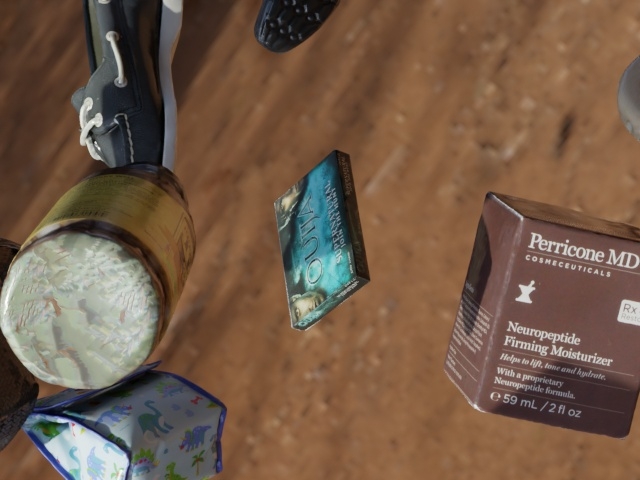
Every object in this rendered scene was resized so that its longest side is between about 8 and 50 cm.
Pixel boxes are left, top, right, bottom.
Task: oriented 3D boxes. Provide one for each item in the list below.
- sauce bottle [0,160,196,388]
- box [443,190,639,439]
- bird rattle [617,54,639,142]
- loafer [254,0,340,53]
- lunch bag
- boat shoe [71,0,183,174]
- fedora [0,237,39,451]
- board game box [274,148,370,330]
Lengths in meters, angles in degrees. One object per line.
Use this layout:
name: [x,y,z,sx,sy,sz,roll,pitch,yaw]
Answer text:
sauce bottle: [-0.144,0.006,1.364,0.111,0.111,0.344,-50,7,13]
box: [0.240,0.075,1.983,0.167,0.168,0.203,-124,46,-78]
bird rattle: [0.391,-0.158,1.906,0.143,0.207,0.253,89,157,-51]
loafer: [-0.003,-0.304,2.101,0.223,0.076,0.078,-59,25,1]
lunch bag: [-0.180,0.169,1.757,0.129,0.151,0.096,-21,-54,-43]
boat shoe: [-0.170,-0.117,1.672,0.114,0.091,0.303,108,163,-49]
fedora: [-0.363,0.140,1.643,0.334,0.152,0.334,-34,-12,-8]
board game box: [0.000,0.000,2.312,0.126,0.026,0.186,-40,45,37]
